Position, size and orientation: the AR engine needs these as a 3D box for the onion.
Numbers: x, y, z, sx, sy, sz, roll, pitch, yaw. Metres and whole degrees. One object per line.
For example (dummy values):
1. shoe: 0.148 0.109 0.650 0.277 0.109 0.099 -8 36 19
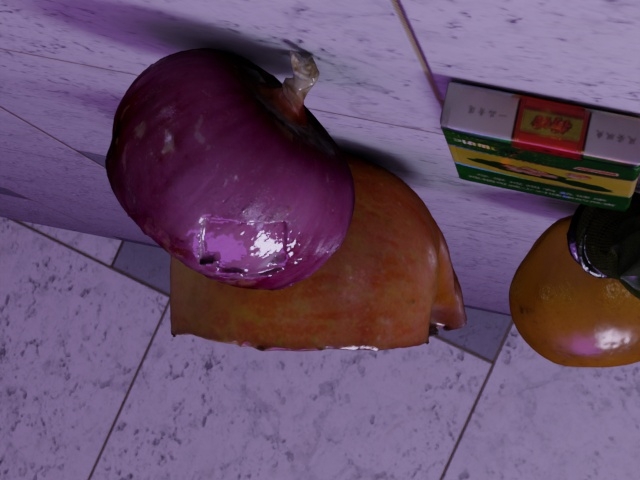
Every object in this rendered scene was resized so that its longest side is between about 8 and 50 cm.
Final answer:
1. onion: -0.056 -0.050 1.242 0.177 0.153 0.177 42 171 9

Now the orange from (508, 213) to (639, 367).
1. orange: 0.245 0.043 1.668 0.159 0.136 0.159 -2 -172 0

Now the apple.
1. apple: 0.000 0.000 1.640 0.251 0.163 0.293 2 -173 9

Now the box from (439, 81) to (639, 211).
1. box: 0.154 -0.060 1.278 0.132 0.034 0.235 12 176 9

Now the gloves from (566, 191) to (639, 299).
1. gloves: 0.287 0.007 1.380 0.135 0.107 0.268 -20 -172 -25
